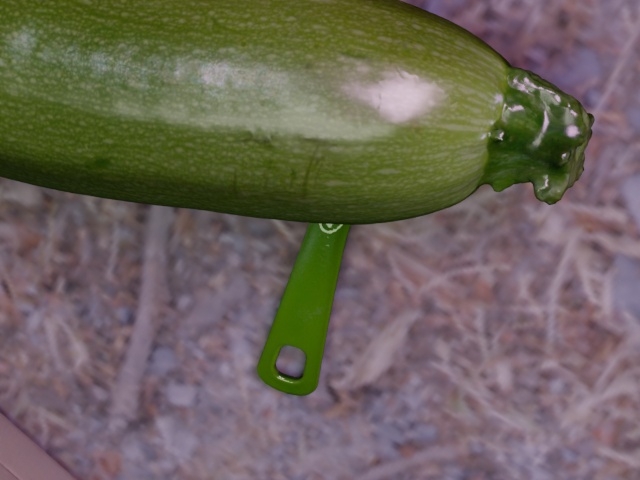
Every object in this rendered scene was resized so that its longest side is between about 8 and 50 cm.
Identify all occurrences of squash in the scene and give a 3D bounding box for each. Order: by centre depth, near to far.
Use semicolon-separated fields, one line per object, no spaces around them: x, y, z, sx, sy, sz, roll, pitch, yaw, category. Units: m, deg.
-0.086;-0.071;0.661;0.395;0.107;0.107;12;113;11;squash

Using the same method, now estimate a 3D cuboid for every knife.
-0.001;0.001;0.723;0.078;0.022;0.166;21;113;9;knife

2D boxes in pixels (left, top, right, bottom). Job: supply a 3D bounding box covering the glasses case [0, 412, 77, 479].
-0.131;0.209;0.805;0.313;0.070;0.131;43;113;-6;glasses case
